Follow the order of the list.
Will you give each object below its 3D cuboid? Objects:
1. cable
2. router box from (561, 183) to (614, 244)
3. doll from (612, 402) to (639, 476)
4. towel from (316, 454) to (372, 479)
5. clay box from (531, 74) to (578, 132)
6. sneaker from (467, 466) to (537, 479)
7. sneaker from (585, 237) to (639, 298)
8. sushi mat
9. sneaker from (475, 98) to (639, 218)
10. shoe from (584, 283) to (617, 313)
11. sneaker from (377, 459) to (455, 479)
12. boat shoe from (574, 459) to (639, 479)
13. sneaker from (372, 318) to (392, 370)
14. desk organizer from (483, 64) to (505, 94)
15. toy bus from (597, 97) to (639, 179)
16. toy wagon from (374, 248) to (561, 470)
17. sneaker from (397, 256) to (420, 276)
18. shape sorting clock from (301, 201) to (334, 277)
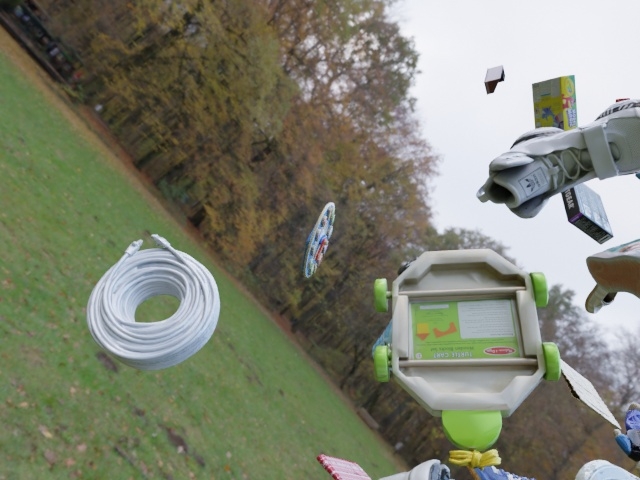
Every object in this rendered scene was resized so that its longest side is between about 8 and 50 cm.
[{"bbox_3d":[-0.334,0.134,1.104,0.257,0.257,0.089,29,-34,17],"label":"cable"},{"bbox_3d":[0.726,-0.091,1.504,0.133,0.046,0.178,31,42,-17],"label":"router box"},{"bbox_3d":[0.641,0.395,1.068,0.129,0.189,0.046,16,-64,25],"label":"doll"},{"bbox_3d":[0.119,0.606,1.254,0.275,0.031,0.199,38,-2,40],"label":"towel"},{"bbox_3d":[0.662,-0.342,1.542,0.127,0.053,0.221,-153,-126,-74],"label":"clay box"},{"bbox_3d":[0.480,0.594,1.285,0.296,0.131,0.112,42,0,16],"label":"sneaker"},{"bbox_3d":[0.605,0.044,0.990,0.108,0.121,0.302,63,2,-4],"label":"sneaker"},{"bbox_3d":[0.647,0.367,1.354,0.317,0.019,0.151,34,26,-39],"label":"sushi mat"},{"bbox_3d":[0.461,-0.136,1.000,0.366,0.210,0.137,-3,-61,59],"label":"sneaker"},{"bbox_3d":[0.926,0.178,1.788,0.219,0.077,0.058,85,-21,-46],"label":"shoe"},{"bbox_3d":[0.175,0.452,0.797,0.292,0.118,0.110,63,28,-9],"label":"sneaker"},{"bbox_3d":[0.468,0.385,0.808,0.228,0.079,0.081,25,-11,-26],"label":"boat shoe"},{"bbox_3d":[0.255,0.341,1.702,0.127,0.208,0.319,32,6,-1],"label":"sneaker"},{"bbox_3d":[0.564,-0.521,1.770,0.050,0.130,0.047,-8,-58,28],"label":"desk organizer"},{"bbox_3d":[0.720,-0.251,1.211,0.191,0.202,0.104,33,-5,29],"label":"toy bus"},{"bbox_3d":[0.217,0.170,0.837,0.068,0.268,0.344,68,21,-56],"label":"toy wagon"},{"bbox_3d":[0.346,0.108,1.551,0.100,0.272,0.107,131,-37,-55],"label":"sneaker"},{"bbox_3d":[0.000,0.000,1.426,0.040,0.206,0.206,21,-12,7],"label":"shape sorting clock"}]
